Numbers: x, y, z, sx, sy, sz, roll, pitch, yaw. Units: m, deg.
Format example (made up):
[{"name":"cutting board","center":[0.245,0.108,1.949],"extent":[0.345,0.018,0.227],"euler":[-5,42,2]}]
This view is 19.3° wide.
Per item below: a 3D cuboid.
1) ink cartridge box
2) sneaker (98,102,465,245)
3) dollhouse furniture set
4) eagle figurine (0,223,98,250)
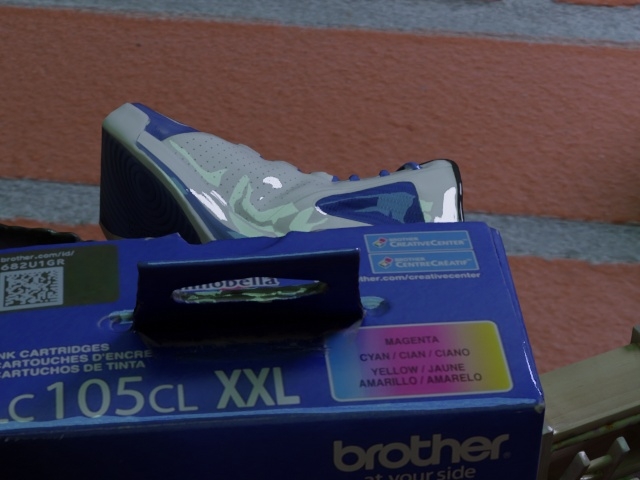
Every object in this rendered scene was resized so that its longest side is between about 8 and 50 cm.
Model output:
[{"name":"ink cartridge box","center":[-0.036,0.142,0.957],"extent":[0.270,0.395,0.151],"euler":[-4,36,-5]},{"name":"sneaker","center":[0.001,0.001,1.350],"extent":[0.315,0.127,0.182],"euler":[34,46,23]},{"name":"dollhouse furniture set","center":[0.225,0.144,1.188],"extent":[0.182,0.101,0.161],"euler":[-17,44,-20]},{"name":"eagle figurine","center":[-0.214,0.075,1.205],"extent":[0.298,0.225,0.226],"euler":[-18,33,-5]}]
